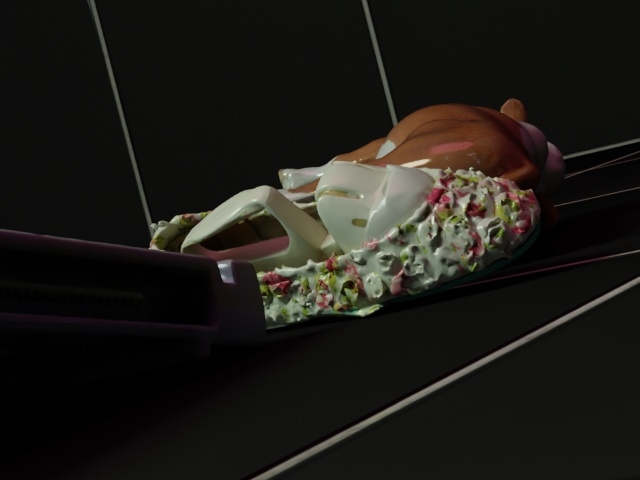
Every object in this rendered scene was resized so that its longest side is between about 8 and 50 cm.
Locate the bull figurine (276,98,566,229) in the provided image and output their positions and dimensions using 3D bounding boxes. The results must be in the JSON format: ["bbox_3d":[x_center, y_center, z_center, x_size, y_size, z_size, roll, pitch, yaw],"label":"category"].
[{"bbox_3d":[0.068,-0.031,1.138,0.188,0.101,0.310,-18,0,6],"label":"bull figurine"}]

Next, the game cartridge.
[{"bbox_3d":[-0.208,0.046,0.793,0.230,0.068,0.355,-18,-13,26],"label":"game cartridge"}]

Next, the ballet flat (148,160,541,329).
[{"bbox_3d":[0.000,0.000,0.952,0.241,0.077,0.091,-17,31,32],"label":"ballet flat"}]
